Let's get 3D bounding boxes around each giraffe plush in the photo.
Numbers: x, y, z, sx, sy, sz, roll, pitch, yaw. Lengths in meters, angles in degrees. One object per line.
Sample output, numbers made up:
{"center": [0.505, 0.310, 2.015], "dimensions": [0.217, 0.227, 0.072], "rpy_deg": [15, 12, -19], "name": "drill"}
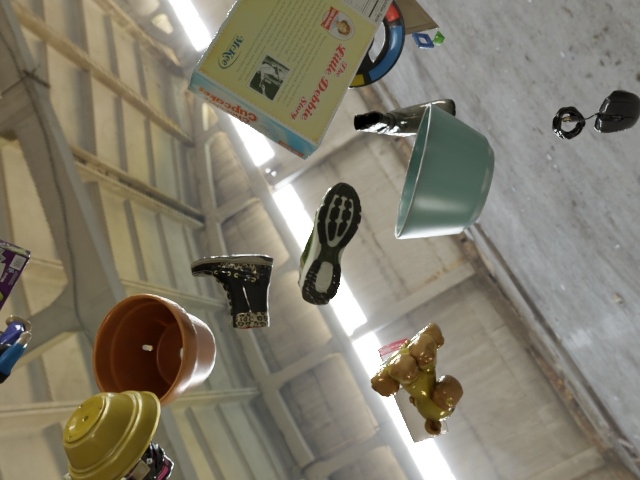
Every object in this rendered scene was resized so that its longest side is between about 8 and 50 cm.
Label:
{"center": [0.212, 0.297, 1.138], "dimensions": [0.170, 0.181, 0.210], "rpy_deg": [48, 154, 9], "name": "giraffe plush"}

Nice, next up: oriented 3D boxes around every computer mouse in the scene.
{"center": [0.465, -0.203, 0.920], "dimensions": [0.041, 0.242, 0.071], "rpy_deg": [40, 136, 41], "name": "computer mouse"}

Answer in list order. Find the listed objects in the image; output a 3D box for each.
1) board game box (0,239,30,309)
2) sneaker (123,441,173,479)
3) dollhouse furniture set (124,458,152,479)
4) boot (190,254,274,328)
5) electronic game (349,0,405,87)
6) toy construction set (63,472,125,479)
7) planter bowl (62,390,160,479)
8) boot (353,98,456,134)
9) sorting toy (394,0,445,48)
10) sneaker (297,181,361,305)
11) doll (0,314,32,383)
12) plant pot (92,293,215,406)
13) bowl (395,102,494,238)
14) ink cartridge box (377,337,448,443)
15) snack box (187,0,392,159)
{"center": [-0.882, 0.133, 1.342], "dimensions": [0.208, 0.346, 0.056], "rpy_deg": [28, -170, -33], "name": "board game box"}
{"center": [-0.579, 0.695, 1.815], "dimensions": [0.482, 0.202, 0.185], "rpy_deg": [98, -169, -47], "name": "sneaker"}
{"center": [-0.412, 0.464, 1.155], "dimensions": [0.114, 0.081, 0.091], "rpy_deg": [40, -173, 12], "name": "dollhouse furniture set"}
{"center": [-0.225, 0.130, 1.383], "dimensions": [0.085, 0.237, 0.178], "rpy_deg": [20, -113, -64], "name": "boot"}
{"center": [0.074, -0.447, 1.231], "dimensions": [0.229, 0.229, 0.048], "rpy_deg": [53, -162, -34], "name": "electronic game"}
{"center": [-0.484, 0.646, 1.374], "dimensions": [0.327, 0.151, 0.215], "rpy_deg": [54, 180, -17], "name": "toy construction set"}
{"center": [-0.420, 0.360, 1.064], "dimensions": [0.090, 0.217, 0.217], "rpy_deg": [53, -170, -30], "name": "planter bowl"}
{"center": [0.205, -0.302, 1.403], "dimensions": [0.246, 0.161, 0.083], "rpy_deg": [-1, 94, 56], "name": "boot"}
{"center": [0.288, -0.770, 1.915], "dimensions": [0.347, 0.196, 0.047], "rpy_deg": [57, 146, 18], "name": "sorting toy"}
{"center": [0.000, 0.000, 1.838], "dimensions": [0.158, 0.410, 0.182], "rpy_deg": [21, 176, -27], "name": "sneaker"}
{"center": [-0.468, 0.174, 0.805], "dimensions": [0.046, 0.129, 0.189], "rpy_deg": [54, 180, -27], "name": "doll"}
{"center": [-0.411, 0.294, 1.457], "dimensions": [0.290, 0.291, 0.203], "rpy_deg": [62, -164, 22], "name": "plant pot"}
{"center": [0.283, -0.136, 1.252], "dimensions": [0.163, 0.311, 0.311], "rpy_deg": [14, -171, 3], "name": "bowl"}
{"center": [0.244, 0.398, 1.499], "dimensions": [0.237, 0.100, 0.171], "rpy_deg": [-114, 4, -74], "name": "ink cartridge box"}
{"center": [-0.025, -0.296, 0.781], "dimensions": [0.187, 0.321, 0.060], "rpy_deg": [30, 162, -13], "name": "snack box"}
